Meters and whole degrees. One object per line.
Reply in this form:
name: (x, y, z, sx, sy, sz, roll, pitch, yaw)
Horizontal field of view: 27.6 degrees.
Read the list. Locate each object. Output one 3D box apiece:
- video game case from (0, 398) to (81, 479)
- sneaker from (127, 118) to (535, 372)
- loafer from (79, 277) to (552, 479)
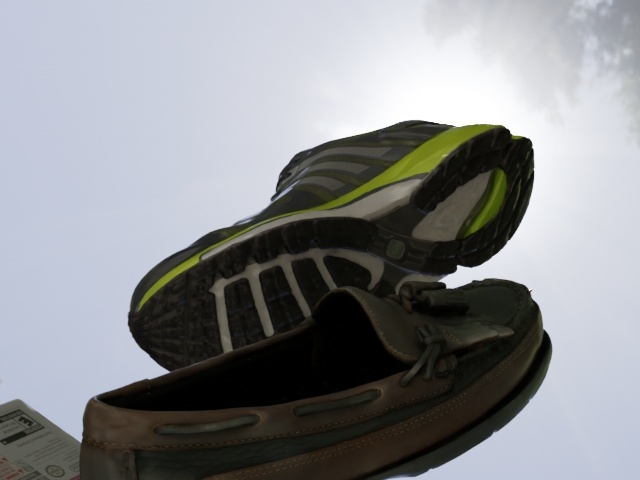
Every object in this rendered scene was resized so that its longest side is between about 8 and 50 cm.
video game case: (-0.170, 0.173, 0.793, 0.183, 0.201, 0.023, 32, -77, 13)
sneaker: (0.000, 0.000, 0.846, 0.300, 0.111, 0.121, -24, -151, -32)
loafer: (0.011, 0.062, 0.577, 0.096, 0.084, 0.267, 8, -154, 45)
